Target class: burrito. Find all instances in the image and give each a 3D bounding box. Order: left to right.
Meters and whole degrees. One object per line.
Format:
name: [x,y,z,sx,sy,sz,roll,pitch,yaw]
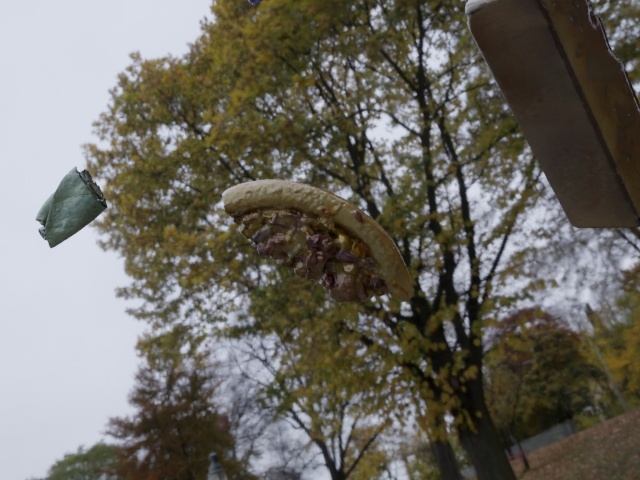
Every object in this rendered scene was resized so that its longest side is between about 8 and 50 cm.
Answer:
burrito: [-0.376,-0.046,0.894,0.118,0.074,0.044,-41,-1,6]

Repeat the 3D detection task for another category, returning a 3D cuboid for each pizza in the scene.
pizza: [-0.001,0.002,0.690,0.127,0.246,0.058,-49,4,37]

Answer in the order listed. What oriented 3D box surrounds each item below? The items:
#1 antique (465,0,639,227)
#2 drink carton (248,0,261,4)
antique: [0.268,-0.152,0.642,0.087,0.093,0.310,1,-43,53]
drink carton: [0.010,-0.287,0.293,0.130,0.315,0.106,-6,-28,37]
